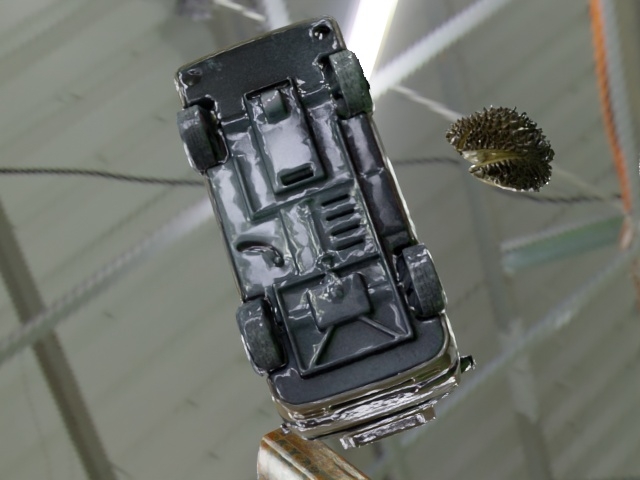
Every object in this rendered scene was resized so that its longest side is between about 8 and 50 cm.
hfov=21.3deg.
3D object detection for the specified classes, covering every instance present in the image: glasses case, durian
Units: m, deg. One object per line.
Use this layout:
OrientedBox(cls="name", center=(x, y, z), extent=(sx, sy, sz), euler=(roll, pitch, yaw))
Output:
OrientedBox(cls="glasses case", center=(0.025, 0.258, 1.596), extent=(0.049, 0.218, 0.075), euler=(-18, -55, -36))
OrientedBox(cls="durian", center=(0.191, -0.089, 1.677), extent=(0.071, 0.110, 0.140), euler=(-46, -44, 19))

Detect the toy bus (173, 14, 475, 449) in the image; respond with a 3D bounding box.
OrientedBox(cls="toy bus", center=(0.000, 0.000, 1.179), extent=(0.139, 0.290, 0.157), euler=(-21, -30, 1))
